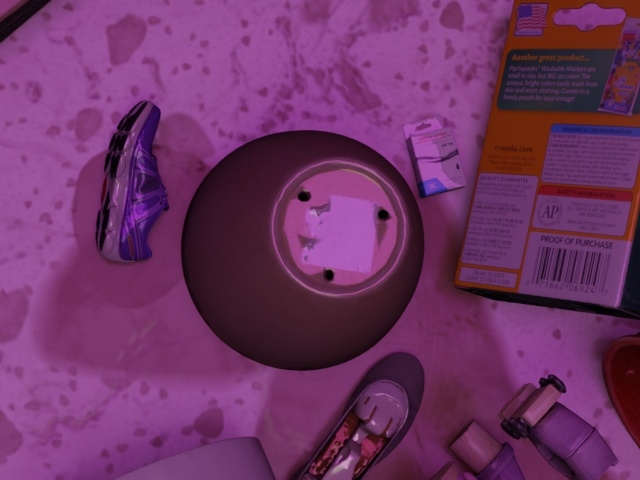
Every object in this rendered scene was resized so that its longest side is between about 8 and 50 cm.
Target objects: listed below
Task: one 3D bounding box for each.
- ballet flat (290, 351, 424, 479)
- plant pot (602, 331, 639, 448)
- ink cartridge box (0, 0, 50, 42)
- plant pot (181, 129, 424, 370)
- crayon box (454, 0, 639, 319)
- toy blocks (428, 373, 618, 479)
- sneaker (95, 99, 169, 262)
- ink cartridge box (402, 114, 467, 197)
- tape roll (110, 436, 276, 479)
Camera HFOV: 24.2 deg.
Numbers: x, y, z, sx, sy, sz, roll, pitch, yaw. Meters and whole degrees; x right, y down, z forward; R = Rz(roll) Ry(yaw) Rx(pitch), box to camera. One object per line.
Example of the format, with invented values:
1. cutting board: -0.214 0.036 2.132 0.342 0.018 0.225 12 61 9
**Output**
1. ballet flat: 0.044 0.208 1.550 0.072 0.068 0.213 38 81 -4
2. plant pot: 0.480 0.130 1.534 0.265 0.272 0.272 -38 91 -17
3. ink cartridge box: -0.344 -0.346 1.517 0.193 0.088 0.235 -40 92 0
4. plant pot: 0.000 0.000 1.457 0.256 0.274 0.256 1 85 -9
5. crayon box: 0.270 -0.090 1.538 0.083 0.203 0.323 18 82 -46
6. toy blocks: 0.189 0.339 1.452 0.260 0.288 0.309 43 79 3
7. sneaker: -0.188 -0.061 1.551 0.071 0.068 0.170 9 93 -22
8. ink cartridge box: 0.122 -0.092 1.605 0.048 0.028 0.083 -15 87 -9
9. tape roll: -0.137 0.311 1.411 0.246 0.246 0.169 -23 75 -9
